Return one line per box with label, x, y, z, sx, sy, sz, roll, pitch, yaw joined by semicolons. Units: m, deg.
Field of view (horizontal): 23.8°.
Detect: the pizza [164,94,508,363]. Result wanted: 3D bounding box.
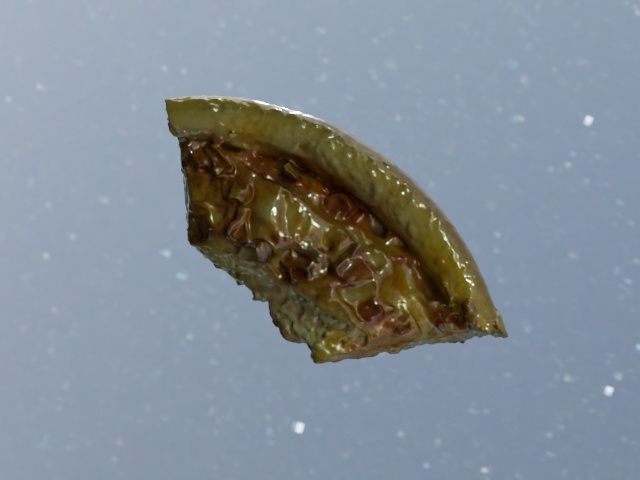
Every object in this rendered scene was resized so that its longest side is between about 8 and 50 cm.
pizza;0.001;-0.007;1.002;0.134;0.271;0.056;-43;173;-17
